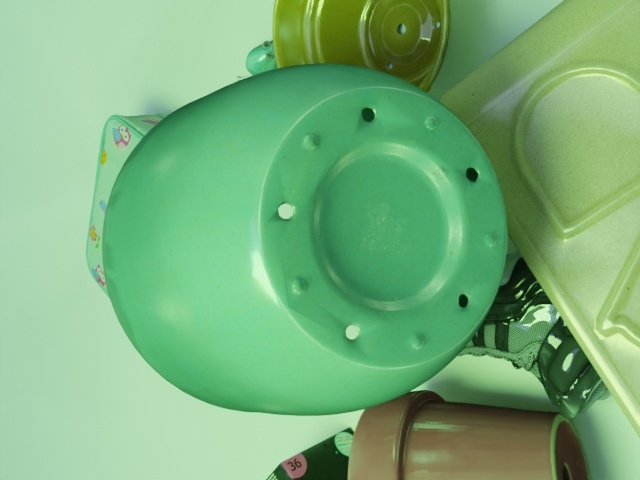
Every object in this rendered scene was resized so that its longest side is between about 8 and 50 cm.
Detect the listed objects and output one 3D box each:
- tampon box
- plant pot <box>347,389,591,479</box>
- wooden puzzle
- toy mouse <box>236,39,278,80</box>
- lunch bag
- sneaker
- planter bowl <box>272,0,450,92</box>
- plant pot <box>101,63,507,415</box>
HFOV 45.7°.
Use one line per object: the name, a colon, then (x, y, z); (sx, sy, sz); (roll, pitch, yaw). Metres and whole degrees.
tampon box: (0.018, 0.328, 0.891); (0.161, 0.120, 0.101); (52, 129, 22)
plant pot: (0.150, 0.237, 0.714); (0.180, 0.201, 0.201); (-14, 89, 29)
wooden puzzle: (0.294, -0.060, 0.539); (0.322, 0.080, 0.347); (-37, 68, 24)
toy mouse: (-0.065, -0.183, 0.916); (0.143, 0.031, 0.161); (27, 117, 36)
lunch bag: (-0.228, -0.033, 1.050); (0.224, 0.108, 0.279); (38, 122, 34)
sneaker: (0.180, 0.099, 0.702); (0.269, 0.101, 0.153); (-35, 73, 39)
planter bowl: (0.058, -0.212, 0.756); (0.217, 0.090, 0.217); (11, 107, 40)
plant pot: (0.000, 0.000, 0.582); (0.235, 0.293, 0.293); (-9, 94, 65)
